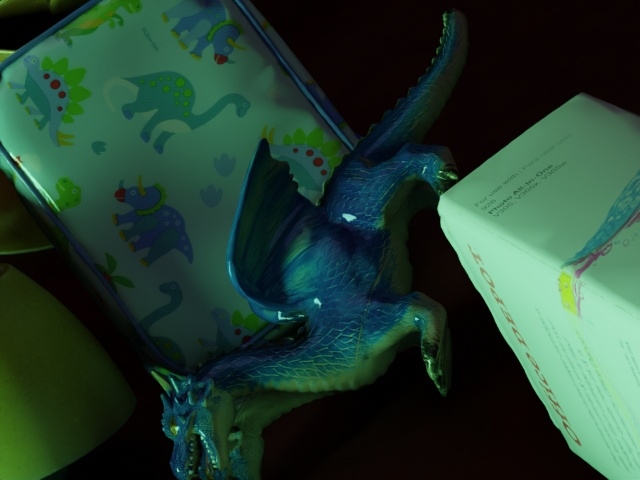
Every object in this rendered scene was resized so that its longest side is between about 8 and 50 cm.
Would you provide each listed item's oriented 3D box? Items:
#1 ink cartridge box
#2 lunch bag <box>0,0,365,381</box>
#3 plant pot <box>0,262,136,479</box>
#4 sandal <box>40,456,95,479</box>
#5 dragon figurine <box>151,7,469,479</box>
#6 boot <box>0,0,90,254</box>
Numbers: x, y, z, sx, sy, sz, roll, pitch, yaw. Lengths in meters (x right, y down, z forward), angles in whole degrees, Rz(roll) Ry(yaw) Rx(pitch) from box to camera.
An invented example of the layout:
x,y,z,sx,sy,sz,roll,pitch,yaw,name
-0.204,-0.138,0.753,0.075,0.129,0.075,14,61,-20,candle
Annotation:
x,y,z,sx,sy,sz,roll,pitch,yaw,name
0.156,0.046,0.699,0.093,0.154,0.212,-37,28,-12,ink cartridge box
-0.072,-0.039,0.995,0.176,0.219,0.090,-37,-6,-11,lunch bag
-0.178,0.069,0.936,0.134,0.095,0.134,-20,15,5,plant pot
-0.186,0.208,0.815,0.167,0.107,0.446,-28,27,3,sandal
0.000,0.000,0.896,0.144,0.085,0.289,5,78,10,dragon figurine
-0.182,-0.091,1.176,0.295,0.211,0.104,-17,64,17,boot
